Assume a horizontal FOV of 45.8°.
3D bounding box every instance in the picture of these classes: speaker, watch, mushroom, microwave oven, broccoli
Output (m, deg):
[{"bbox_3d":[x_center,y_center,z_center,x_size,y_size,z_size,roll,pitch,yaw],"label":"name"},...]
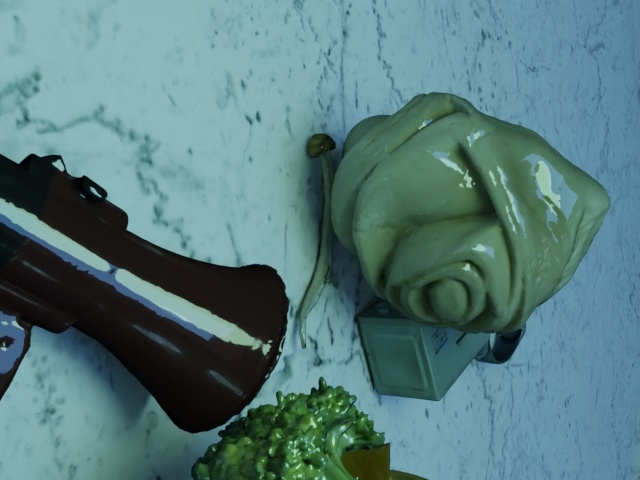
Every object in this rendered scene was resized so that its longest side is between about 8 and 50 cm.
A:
[{"bbox_3d":[-0.232,0.074,0.729,0.329,0.198,0.259,29,105,-33],"label":"speaker"},{"bbox_3d":[0.351,0.141,1.521,0.193,0.068,0.207,-10,98,-54],"label":"watch"},{"bbox_3d":[-0.002,0.000,1.083,0.068,0.043,0.307,7,83,-38],"label":"mushroom"},{"bbox_3d":[0.171,0.144,1.233,0.208,0.122,0.162,-34,116,-48],"label":"microwave oven"},{"bbox_3d":[-0.015,0.268,0.695,0.235,0.260,0.288,5,66,-29],"label":"broccoli"}]

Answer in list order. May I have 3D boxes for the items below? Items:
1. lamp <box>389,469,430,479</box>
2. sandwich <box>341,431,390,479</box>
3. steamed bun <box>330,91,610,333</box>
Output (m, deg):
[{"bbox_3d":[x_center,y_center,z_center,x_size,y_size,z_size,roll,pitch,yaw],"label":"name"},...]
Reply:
[{"bbox_3d":[0.095,0.409,1.098,0.185,0.161,0.161,29,66,-46],"label":"lamp"},{"bbox_3d":[-0.035,0.305,0.930,0.227,0.155,0.199,18,72,-51],"label":"sandwich"},{"bbox_3d":[0.180,-0.009,1.038,0.367,0.342,0.255,26,71,-6],"label":"steamed bun"}]
